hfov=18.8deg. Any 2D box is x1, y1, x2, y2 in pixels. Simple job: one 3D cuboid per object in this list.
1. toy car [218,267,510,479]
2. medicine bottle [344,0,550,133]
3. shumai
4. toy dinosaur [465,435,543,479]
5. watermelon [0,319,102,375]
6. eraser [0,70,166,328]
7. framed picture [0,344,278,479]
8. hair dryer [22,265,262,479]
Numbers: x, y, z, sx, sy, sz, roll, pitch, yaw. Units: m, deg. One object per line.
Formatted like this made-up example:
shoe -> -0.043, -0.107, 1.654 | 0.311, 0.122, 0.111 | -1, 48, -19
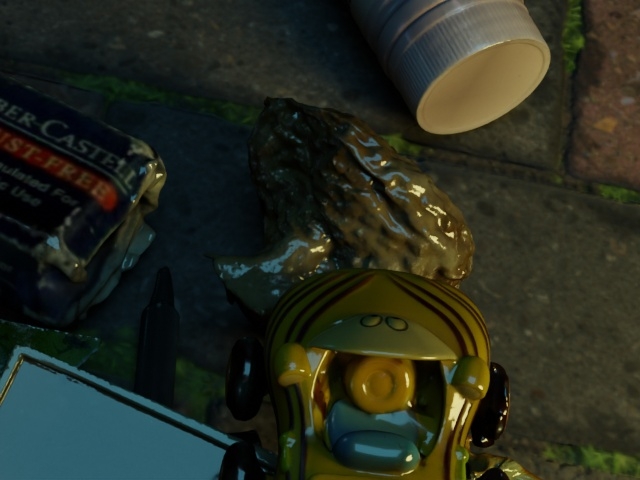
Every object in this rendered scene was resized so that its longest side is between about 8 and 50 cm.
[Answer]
toy car -> 0.035, 0.117, 1.290 | 0.200, 0.142, 0.248 | 4, 54, -5
medicine bottle -> 0.082, -0.221, 1.610 | 0.133, 0.133, 0.250 | -18, 64, -20
shumai -> 0.000, 0.000, 1.465 | 0.206, 0.166, 0.175 | 40, 86, 28
toy dinosaur -> 0.138, 0.179, 1.429 | 0.113, 0.026, 0.041 | 31, 46, 18
watermelon -> -0.244, 0.093, 1.411 | 0.155, 0.080, 0.101 | 18, 92, -1
eraser -> -0.288, -0.067, 1.458 | 0.332, 0.101, 0.155 | 27, 47, 9
framed picture -> -0.135, 0.203, 1.331 | 0.260, 0.023, 0.189 | 24, 71, -1
hair dryer -> -0.142, 0.106, 1.422 | 0.173, 0.050, 0.195 | -5, 55, -13
